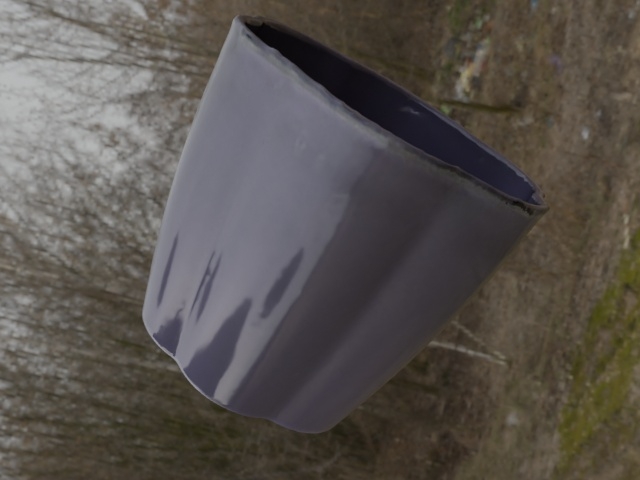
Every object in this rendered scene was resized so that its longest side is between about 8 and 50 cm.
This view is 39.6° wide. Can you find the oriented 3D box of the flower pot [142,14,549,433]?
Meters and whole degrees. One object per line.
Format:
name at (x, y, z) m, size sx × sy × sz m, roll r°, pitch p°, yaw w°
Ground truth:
flower pot at (0.000, 0.000, 0.666) m, size 0.243 × 0.265 × 0.265 m, roll -60°, pitch 4°, yaw 14°
